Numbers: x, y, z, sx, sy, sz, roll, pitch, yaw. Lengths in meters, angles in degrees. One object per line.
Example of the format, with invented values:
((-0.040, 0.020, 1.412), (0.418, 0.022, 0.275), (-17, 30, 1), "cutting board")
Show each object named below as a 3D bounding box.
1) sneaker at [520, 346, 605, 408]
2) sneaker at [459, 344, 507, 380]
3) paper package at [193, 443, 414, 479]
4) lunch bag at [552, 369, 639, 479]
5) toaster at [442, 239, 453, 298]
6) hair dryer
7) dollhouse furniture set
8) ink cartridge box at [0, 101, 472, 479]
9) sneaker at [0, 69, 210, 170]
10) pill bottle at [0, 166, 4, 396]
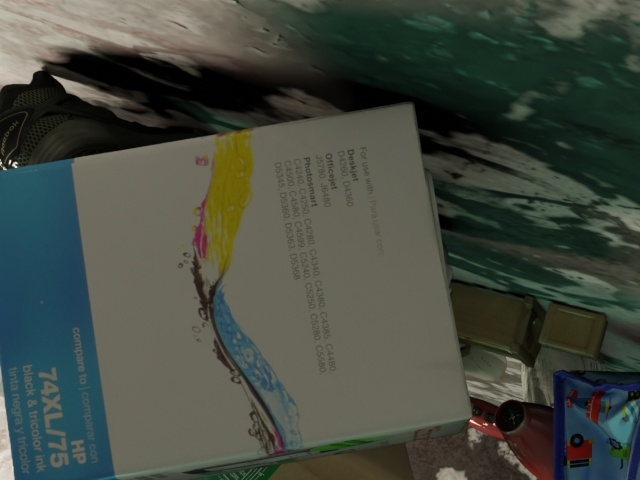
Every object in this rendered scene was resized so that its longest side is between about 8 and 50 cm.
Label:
((0.287, 0.156, 1.574), (0.095, 0.090, 0.235), (-1, 170, 2), "sneaker")
((0.097, 0.141, 1.654), (0.263, 0.121, 0.099), (19, 171, -12), "sneaker")
((-0.085, 0.158, 1.410), (0.325, 0.168, 0.309), (33, -160, -22), "paper package")
((0.348, 0.283, 1.364), (0.221, 0.293, 0.138), (6, 178, -32), "lunch bag")
((-0.006, 0.012, 1.087), (0.227, 0.129, 0.146), (15, 166, 10), "toaster")
((0.210, 0.221, 1.515), (0.224, 0.080, 0.293), (18, 167, 2), "hair dryer")
((0.182, 0.139, 1.367), (0.182, 0.160, 0.101), (14, 170, 22), "dollhouse furniture set")
((-0.053, 0.048, 0.883), (0.270, 0.197, 0.198), (-10, 168, 2), "ink cartridge box")
((-0.166, -0.072, 1.045), (0.130, 0.087, 0.227), (37, -162, 28), "sneaker")
((-0.277, 0.020, 1.210), (0.204, 0.204, 0.361), (26, 177, -43), "pill bottle")
